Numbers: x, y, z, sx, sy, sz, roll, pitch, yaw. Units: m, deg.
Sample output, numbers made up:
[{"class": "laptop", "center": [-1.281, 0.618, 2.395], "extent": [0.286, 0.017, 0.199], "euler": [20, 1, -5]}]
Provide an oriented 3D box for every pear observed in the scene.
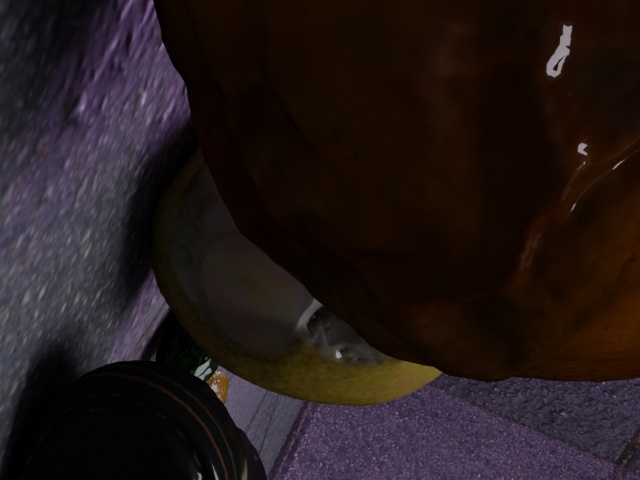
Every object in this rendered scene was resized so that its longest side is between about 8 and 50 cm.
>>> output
[{"class": "pear", "center": [0.000, 0.000, 0.947], "extent": [0.271, 0.271, 0.271], "euler": [23, 90, -85]}]

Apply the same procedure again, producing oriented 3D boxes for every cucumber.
[{"class": "cucumber", "center": [-0.099, 0.064, 1.185], "extent": [0.241, 0.074, 0.074], "euler": [-57, 168, -49]}]

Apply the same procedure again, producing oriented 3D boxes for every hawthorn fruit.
[{"class": "hawthorn fruit", "center": [0.127, -0.143, 0.609], "extent": [0.472, 0.472, 0.471], "euler": [23, 90, -85]}]

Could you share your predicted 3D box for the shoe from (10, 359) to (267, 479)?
[{"class": "shoe", "center": [-0.129, 0.211, 0.936], "extent": [0.237, 0.171, 0.384], "euler": [-49, 163, -53]}]

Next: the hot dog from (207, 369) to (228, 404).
[{"class": "hot dog", "center": [-0.173, 0.271, 1.373], "extent": [0.088, 0.061, 0.285], "euler": [-12, 124, -69]}]
